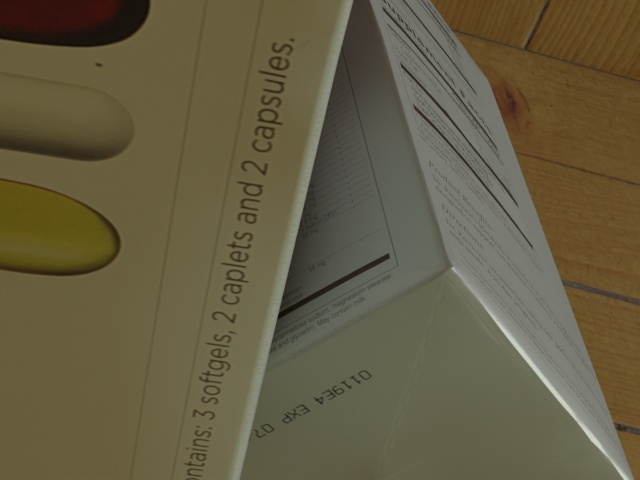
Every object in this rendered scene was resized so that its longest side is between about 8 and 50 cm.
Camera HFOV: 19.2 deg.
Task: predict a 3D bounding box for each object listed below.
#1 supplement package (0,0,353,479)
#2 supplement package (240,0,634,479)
[{"bbox_3d":[-0.070,-0.054,0.455,0.262,0.145,0.204,103,-3,-50],"label":"supplement package"},{"bbox_3d":[0.000,0.000,0.689,0.139,0.134,0.244,-29,-141,15],"label":"supplement package"}]
